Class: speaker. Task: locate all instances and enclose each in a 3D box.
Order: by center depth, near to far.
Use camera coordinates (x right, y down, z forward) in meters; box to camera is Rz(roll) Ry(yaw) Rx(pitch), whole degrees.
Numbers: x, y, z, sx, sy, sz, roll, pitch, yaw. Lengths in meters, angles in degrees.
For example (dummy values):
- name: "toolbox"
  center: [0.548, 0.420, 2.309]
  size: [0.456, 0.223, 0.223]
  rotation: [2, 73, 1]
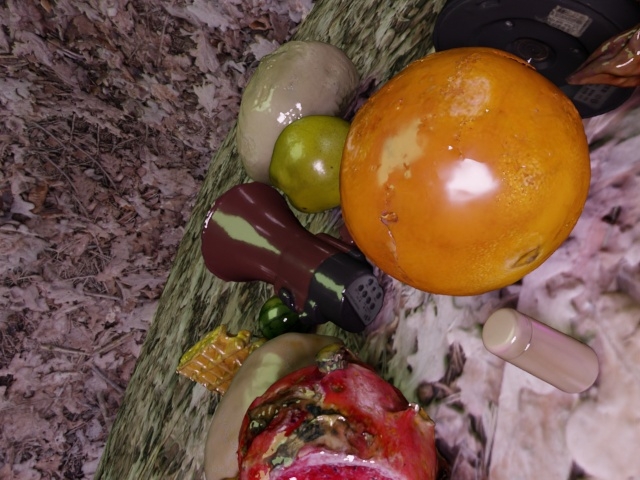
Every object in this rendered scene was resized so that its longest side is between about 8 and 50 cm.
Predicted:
- name: "speaker"
  center: [-0.004, 0.016, 0.888]
  size: [0.330, 0.259, 0.198]
  rotation: [21, 129, 42]

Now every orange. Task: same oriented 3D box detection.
- name: "orange"
  center: [0.135, -0.062, 0.521]
  size: [0.240, 0.240, 0.240]
  rotation: [-49, 25, 33]

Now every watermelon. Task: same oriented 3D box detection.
- name: "watermelon"
  center: [-0.065, 0.145, 0.953]
  size: [0.109, 0.109, 0.109]
  rotation: [-49, 25, 33]

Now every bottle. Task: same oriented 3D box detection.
- name: "bottle"
  center: [0.180, 0.089, 0.435]
  size: [0.045, 0.096, 0.045]
  rotation: [-49, 24, 31]

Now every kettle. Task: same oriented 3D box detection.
- name: "kettle"
  center: [0.285, -0.299, 0.583]
  size: [0.203, 0.262, 0.307]
  rotation: [19, 78, 34]

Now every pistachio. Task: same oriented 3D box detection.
- name: "pistachio"
  center: [-0.055, 0.243, 0.728]
  size: [0.288, 0.166, 0.197]
  rotation: [-59, -3, 22]

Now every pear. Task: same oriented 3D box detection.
- name: "pear"
  center: [-0.005, -0.152, 1.035]
  size: [0.198, 0.198, 0.198]
  rotation: [-49, 25, 33]

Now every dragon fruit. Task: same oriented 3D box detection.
- name: "dragon fruit"
  center: [0.025, 0.247, 0.499]
  size: [0.147, 0.211, 0.282]
  rotation: [-133, 45, -75]

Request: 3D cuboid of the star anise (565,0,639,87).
- name: "star anise"
  center: [0.301, -0.147, 0.363]
  size: [0.212, 0.196, 0.111]
  rotation: [-36, -17, -11]

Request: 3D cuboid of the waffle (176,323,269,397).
- name: "waffle"
  center: [-0.149, 0.229, 0.969]
  size: [0.211, 0.160, 0.055]
  rotation: [-38, 23, 42]

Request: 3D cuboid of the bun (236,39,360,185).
- name: "bun"
  center: [-0.075, -0.300, 1.235]
  size: [0.362, 0.235, 0.326]
  rotation: [-53, 5, 16]
